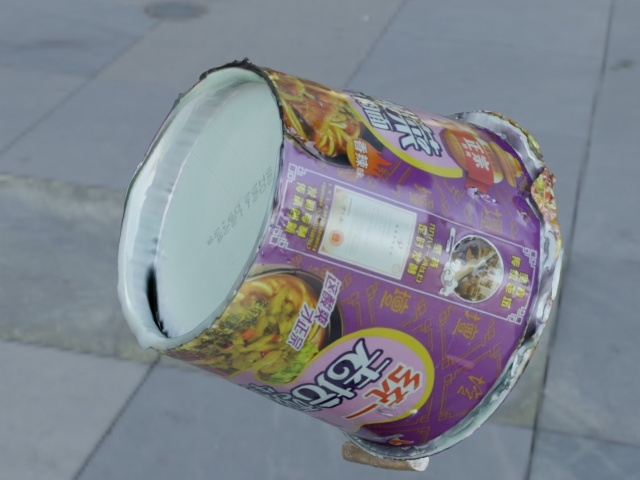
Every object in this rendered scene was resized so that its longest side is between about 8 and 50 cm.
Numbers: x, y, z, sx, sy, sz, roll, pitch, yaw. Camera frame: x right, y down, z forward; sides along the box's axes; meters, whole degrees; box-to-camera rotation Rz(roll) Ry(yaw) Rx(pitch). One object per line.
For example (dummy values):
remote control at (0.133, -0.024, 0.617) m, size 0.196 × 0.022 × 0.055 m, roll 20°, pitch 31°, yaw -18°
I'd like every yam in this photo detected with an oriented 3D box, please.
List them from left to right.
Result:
yam at (0.076, 0.265, 1.667) m, size 0.032 × 0.032 × 0.145 m, roll -17°, pitch 8°, yaw -35°

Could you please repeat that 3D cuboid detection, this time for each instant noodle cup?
instant noodle cup at (0.000, 0.000, 1.172) m, size 0.266 × 0.340 × 0.340 m, roll 21°, pitch 14°, yaw -34°
